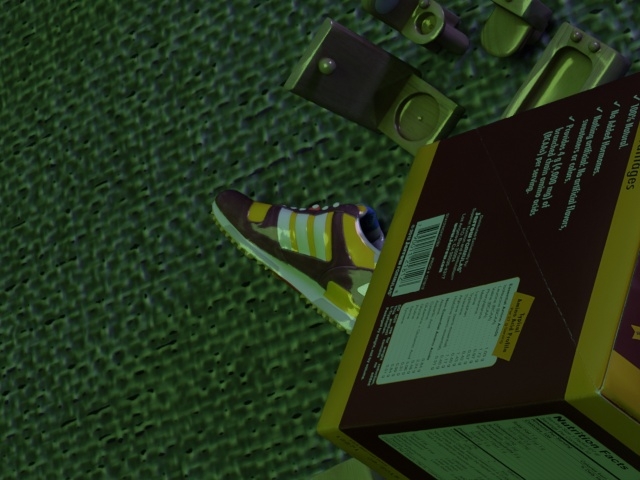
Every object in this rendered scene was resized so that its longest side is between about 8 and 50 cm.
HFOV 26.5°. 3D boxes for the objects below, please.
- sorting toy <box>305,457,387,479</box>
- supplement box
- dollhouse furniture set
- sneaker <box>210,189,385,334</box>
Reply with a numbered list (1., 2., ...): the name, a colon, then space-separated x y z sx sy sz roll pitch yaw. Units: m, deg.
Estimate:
1. sorting toy: -0.010 0.315 0.920 0.255 0.089 0.257 -30 64 27
2. supplement box: 0.132 0.037 0.703 0.194 0.129 0.191 -16 44 50
3. dollhouse furniture set: 0.093 -0.114 0.930 0.151 0.123 0.144 40 102 34
4. sneaker: 0.000 0.000 1.010 0.185 0.069 0.084 38 92 29
